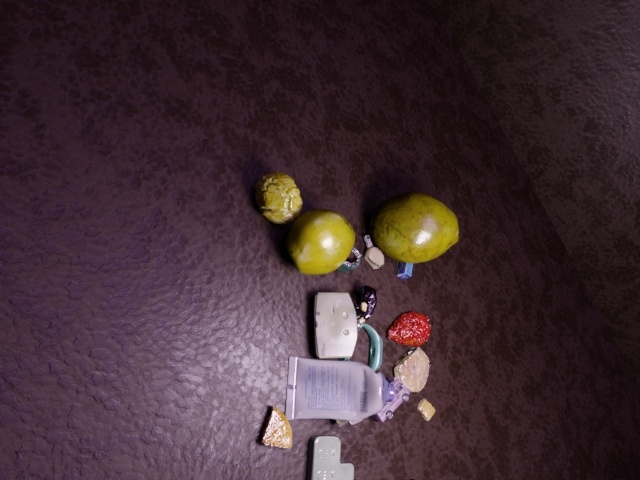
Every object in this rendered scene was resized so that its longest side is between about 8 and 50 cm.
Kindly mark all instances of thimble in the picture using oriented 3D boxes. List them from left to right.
[{"bbox_3d":[0.112,0.080,1.884,0.135,0.090,0.119,29,65,-25],"label":"thimble"}]

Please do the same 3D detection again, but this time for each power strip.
[{"bbox_3d":[0.040,0.904,1.609,0.193,0.059,0.265,15,68,-28],"label":"power strip"}]

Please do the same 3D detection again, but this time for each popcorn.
[{"bbox_3d":[-0.172,-0.175,1.721,0.183,0.204,0.221,-31,106,-35],"label":"popcorn"}]

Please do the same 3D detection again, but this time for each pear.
[{"bbox_3d":[0.000,0.000,1.715,0.294,0.294,0.295,10,71,-30],"label":"pear"},{"bbox_3d":[0.433,-0.065,1.947,0.413,0.352,0.352,1,70,10],"label":"pear"}]

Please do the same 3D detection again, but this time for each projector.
[{"bbox_3d":[0.065,0.355,1.744,0.193,0.088,0.270,2,74,-9],"label":"projector"}]

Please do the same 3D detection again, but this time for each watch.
[{"bbox_3d":[0.182,0.478,1.827,0.195,0.068,0.237,16,72,-25],"label":"watch"}]

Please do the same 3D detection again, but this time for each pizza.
[{"bbox_3d":[-0.169,0.715,1.545,0.131,0.041,0.178,-37,97,-37],"label":"pizza"}]

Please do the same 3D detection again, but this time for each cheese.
[{"bbox_3d":[0.246,0.058,2.000,0.092,0.047,0.171,-40,99,-37],"label":"cheese"}]

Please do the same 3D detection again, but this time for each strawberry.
[{"bbox_3d":[0.428,0.412,1.977,0.228,0.098,0.175,14,68,-29],"label":"strawberry"}]

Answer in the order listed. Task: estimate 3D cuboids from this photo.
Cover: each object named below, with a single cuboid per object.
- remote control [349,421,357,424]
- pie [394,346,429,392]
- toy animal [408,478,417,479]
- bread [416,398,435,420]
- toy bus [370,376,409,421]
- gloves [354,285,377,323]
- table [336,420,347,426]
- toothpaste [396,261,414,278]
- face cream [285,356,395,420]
[{"bbox_3d":[0.113,0.657,1.740,0.073,0.044,0.229,-24,96,-11],"label":"remote control"},{"bbox_3d":[0.439,0.619,1.950,0.218,0.052,0.185,-27,89,-37],"label":"pie"},{"bbox_3d":[0.383,1.128,1.671,0.213,0.212,0.267,52,49,-9],"label":"toy animal"},{"bbox_3d":[0.493,0.793,1.943,0.070,0.035,0.083,-40,92,-34],"label":"bread"},{"bbox_3d":[0.290,0.693,1.810,0.198,0.096,0.108,-33,90,-32],"label":"toy bus"},{"bbox_3d":[0.194,0.301,1.846,0.106,0.129,0.181,29,63,-25],"label":"gloves"},{"bbox_3d":[0.092,0.692,1.683,0.083,0.062,0.079,-30,94,-5],"label":"table"},{"bbox_3d":[0.449,0.061,2.116,0.053,0.066,0.272,28,62,-23],"label":"toothpaste"},{"bbox_3d":[0.078,0.584,1.621,0.419,0.137,0.235,2,72,1],"label":"face cream"}]
